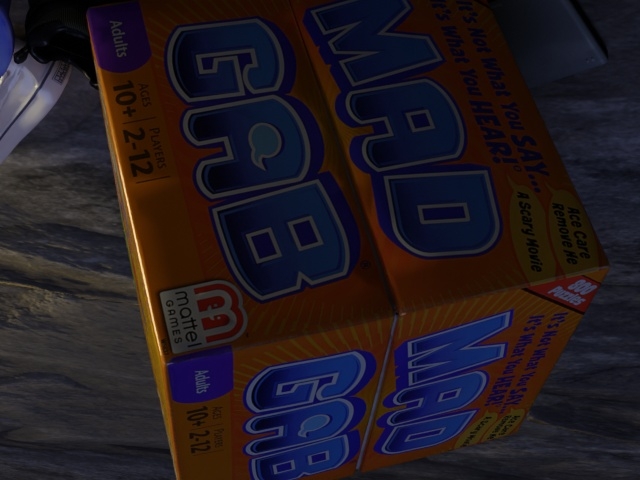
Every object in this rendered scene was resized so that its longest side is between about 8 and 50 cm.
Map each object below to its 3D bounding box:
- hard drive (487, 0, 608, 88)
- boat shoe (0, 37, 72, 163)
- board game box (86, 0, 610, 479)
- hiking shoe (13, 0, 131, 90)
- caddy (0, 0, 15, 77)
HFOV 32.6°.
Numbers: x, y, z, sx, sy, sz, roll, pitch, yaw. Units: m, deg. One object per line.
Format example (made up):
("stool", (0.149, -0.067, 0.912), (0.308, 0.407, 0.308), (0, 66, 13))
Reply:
("hard drive", (0.214, -0.208, 1.082), (0.094, 0.022, 0.135), (-16, 142, 31))
("boat shoe", (-0.376, -0.143, 1.230), (0.084, 0.095, 0.258), (30, 131, -28))
("board game box", (0.000, 0.000, 1.045), (0.357, 0.356, 0.356), (-11, 150, -10))
("hiking shoe", (-0.184, -0.188, 1.089), (0.227, 0.114, 0.086), (8, 149, -4))
("caddy", (-0.443, -0.234, 0.995), (0.342, 0.179, 0.241), (5, 149, 1))
